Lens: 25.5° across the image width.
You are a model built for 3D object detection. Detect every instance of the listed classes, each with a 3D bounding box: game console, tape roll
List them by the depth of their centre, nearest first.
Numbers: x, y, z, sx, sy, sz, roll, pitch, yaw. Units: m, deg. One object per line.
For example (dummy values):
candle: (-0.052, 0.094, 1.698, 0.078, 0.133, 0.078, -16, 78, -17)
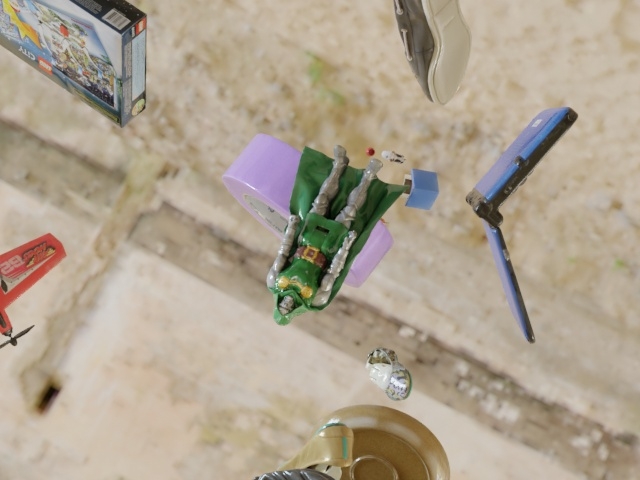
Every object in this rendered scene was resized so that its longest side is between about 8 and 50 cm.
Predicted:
game console: (0.287, -0.029, 1.853, 0.173, 0.250, 0.293, 41, -174, -1)
tape roll: (-0.020, -0.045, 2.194, 0.275, 0.090, 0.275, 37, 171, 6)

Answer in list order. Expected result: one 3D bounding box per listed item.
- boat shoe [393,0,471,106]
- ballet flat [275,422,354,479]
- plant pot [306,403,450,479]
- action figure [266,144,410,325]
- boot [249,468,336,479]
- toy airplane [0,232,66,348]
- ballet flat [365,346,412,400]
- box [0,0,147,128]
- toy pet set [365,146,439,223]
boat shoe: (0.183, -0.365, 2.398, 0.095, 0.112, 0.335, 36, 158, 29)
ballet flat: (-0.012, 0.344, 2.096, 0.080, 0.073, 0.232, 0, 151, -21)
plant pot: (0.086, 0.366, 2.245, 0.236, 0.032, 0.236, 7, 120, 12)
action figure: (0.000, 0.000, 1.647, 0.137, 0.232, 0.063, 19, 156, 12)
boot: (0.015, 0.432, 1.993, 0.367, 0.146, 0.445, -35, 153, 28)
toy airplane: (-0.288, 0.023, 1.141, 0.151, 0.151, 0.028, 32, 167, -12)
ballet flat: (0.069, 0.143, 1.518, 0.041, 0.041, 0.114, 32, -173, -13)
box: (-0.296, -0.246, 1.588, 0.233, 0.044, 0.159, 34, 149, 15)
toy pet set: (0.121, -0.077, 2.222, 0.114, 0.122, 0.065, 10, -177, -16)
